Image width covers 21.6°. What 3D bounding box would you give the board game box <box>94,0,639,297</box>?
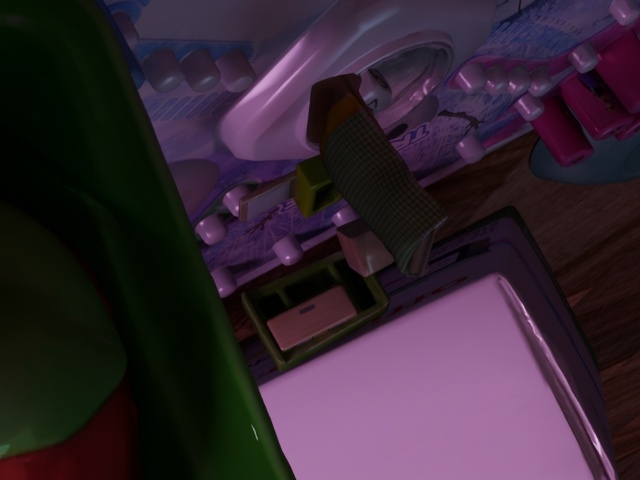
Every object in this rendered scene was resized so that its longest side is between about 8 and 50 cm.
[{"bbox_3d":[0.026,-0.066,0.764,0.390,0.050,0.390,-29,162,-13],"label":"board game box"}]

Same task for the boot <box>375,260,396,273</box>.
[{"bbox_3d":[-0.017,0.119,1.093,0.248,0.090,0.207,-21,128,-21],"label":"boot"}]

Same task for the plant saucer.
[{"bbox_3d":[0.224,-0.085,1.069,0.195,0.037,0.195,-28,162,-10],"label":"plant saucer"}]

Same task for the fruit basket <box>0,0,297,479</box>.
[{"bbox_3d":[-0.167,0.056,0.376,0.392,0.283,0.392,-22,178,-1],"label":"fruit basket"}]

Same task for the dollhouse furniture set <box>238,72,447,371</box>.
[{"bbox_3d":[0.000,0.000,0.688,0.058,0.076,0.151,-27,162,-13],"label":"dollhouse furniture set"}]

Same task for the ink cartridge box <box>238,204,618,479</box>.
[{"bbox_3d":[0.037,0.087,0.880,0.201,0.117,0.278,-27,-177,10],"label":"ink cartridge box"}]
